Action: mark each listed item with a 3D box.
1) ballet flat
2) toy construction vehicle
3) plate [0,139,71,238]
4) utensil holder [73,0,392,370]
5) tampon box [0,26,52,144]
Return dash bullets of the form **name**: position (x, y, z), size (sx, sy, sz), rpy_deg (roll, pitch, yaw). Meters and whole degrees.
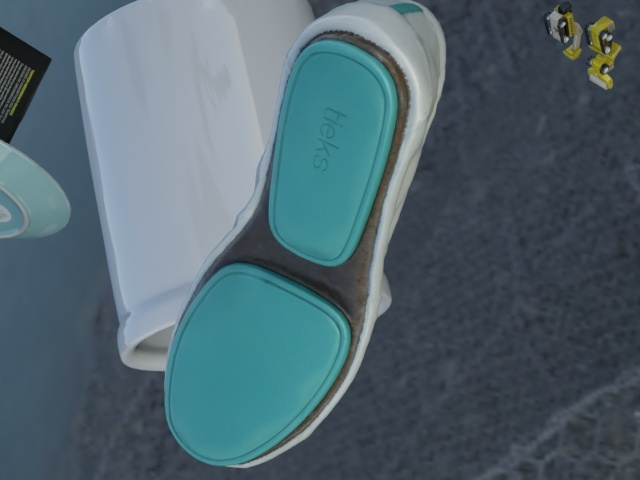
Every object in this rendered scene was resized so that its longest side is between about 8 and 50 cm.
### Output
- **ballet flat**: position (0.000, 0.000, 1.125), size (0.139, 0.139, 0.400), rpy_deg (-115, 35, -43)
- **toy construction vehicle**: position (0.272, -0.204, 1.621), size (0.035, 0.098, 0.086), rpy_deg (-45, 54, -13)
- **plate**: position (-0.297, -0.044, 1.315), size (0.188, 0.188, 0.024), rpy_deg (-21, 44, 51)
- **utensil holder**: position (-0.116, -0.072, 1.916), size (0.327, 0.327, 0.386), rpy_deg (-30, 69, 47)
- **tampon box**: position (-0.336, -0.148, 1.361), size (0.120, 0.161, 0.101), rpy_deg (0, 62, 56)
